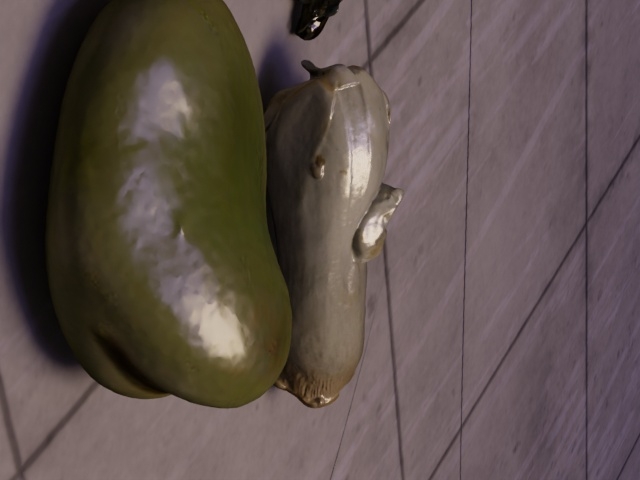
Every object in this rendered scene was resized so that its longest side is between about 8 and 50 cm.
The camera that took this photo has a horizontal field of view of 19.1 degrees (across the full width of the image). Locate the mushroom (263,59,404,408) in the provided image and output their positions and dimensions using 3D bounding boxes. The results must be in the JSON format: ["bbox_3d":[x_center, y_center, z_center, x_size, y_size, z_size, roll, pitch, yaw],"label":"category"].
[{"bbox_3d":[0.001,0.000,1.371,0.099,0.096,0.278,-7,118,-18],"label":"mushroom"}]

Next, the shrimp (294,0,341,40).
[{"bbox_3d":[0.047,-0.235,1.372,0.217,0.051,0.150,-58,173,3],"label":"shrimp"}]

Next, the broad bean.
[{"bbox_3d":[-0.096,-0.027,1.130,0.189,0.121,0.263,-12,98,-59],"label":"broad bean"}]
